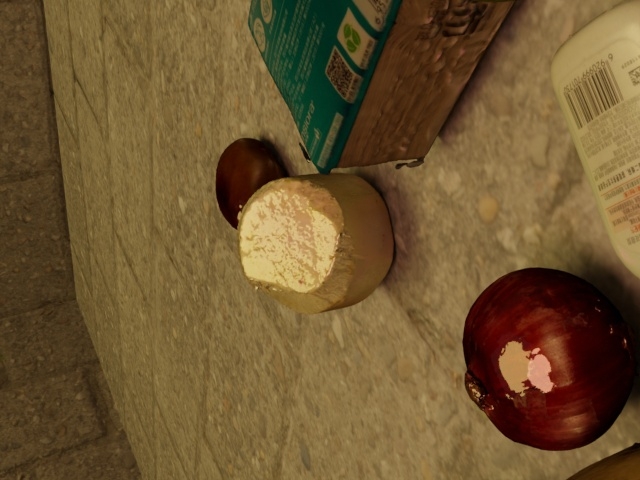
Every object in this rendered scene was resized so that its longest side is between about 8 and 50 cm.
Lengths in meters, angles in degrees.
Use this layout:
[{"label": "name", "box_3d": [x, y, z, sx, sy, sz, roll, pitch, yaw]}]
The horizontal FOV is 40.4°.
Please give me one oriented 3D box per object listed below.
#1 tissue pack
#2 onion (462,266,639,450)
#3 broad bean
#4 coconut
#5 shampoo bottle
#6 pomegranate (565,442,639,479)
[{"label": "tissue pack", "box_3d": [0.047, -0.202, 0.668, 0.192, 0.134, 0.271, 66, 155, 23]}, {"label": "onion", "box_3d": [0.155, 0.081, 0.602, 0.131, 0.131, 0.131, 45, 143, 50]}, {"label": "broad bean", "box_3d": [-0.092, -0.069, 1.131, 0.114, 0.084, 0.165, -60, 35, 10]}, {"label": "coconut", "box_3d": [0.000, 0.000, 0.893, 0.147, 0.153, 0.147, 2, 95, 26]}, {"label": "shampoo bottle", "box_3d": [0.206, -0.028, 0.512, 0.108, 0.051, 0.221, -36, 70, 65]}, {"label": "pomegranate", "box_3d": [0.197, 0.250, 0.390, 0.322, 0.322, 0.322, 45, 143, 50]}]
